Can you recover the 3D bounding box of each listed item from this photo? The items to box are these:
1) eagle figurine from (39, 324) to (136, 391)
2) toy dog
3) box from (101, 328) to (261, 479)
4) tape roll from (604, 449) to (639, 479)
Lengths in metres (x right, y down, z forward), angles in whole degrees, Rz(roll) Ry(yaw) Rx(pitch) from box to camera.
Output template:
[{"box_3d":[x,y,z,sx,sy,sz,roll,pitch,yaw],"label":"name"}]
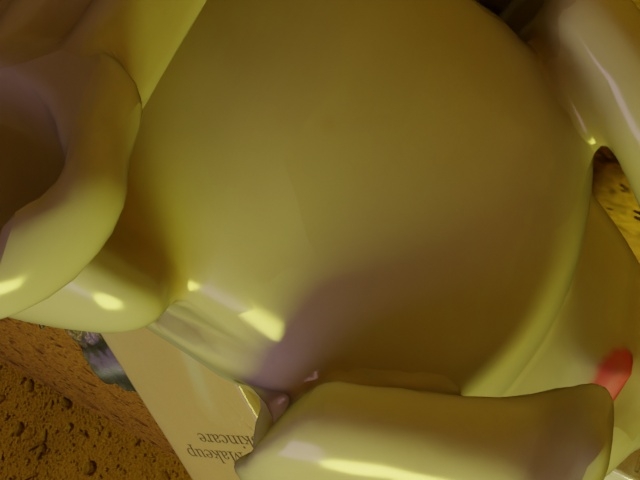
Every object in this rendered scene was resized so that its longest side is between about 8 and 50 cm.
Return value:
[{"box_3d":[-0.285,0.025,1.197,0.225,0.226,0.298,-13,158,29],"label":"eagle figurine"},{"box_3d":[0.000,0.000,0.550,0.395,0.285,0.408,0,148,47],"label":"toy dog"},{"box_3d":[-0.064,0.140,1.071,0.148,0.121,0.311,-6,121,41],"label":"box"},{"box_3d":[0.243,0.247,1.024,0.392,0.072,0.392,22,151,13],"label":"tape roll"}]
